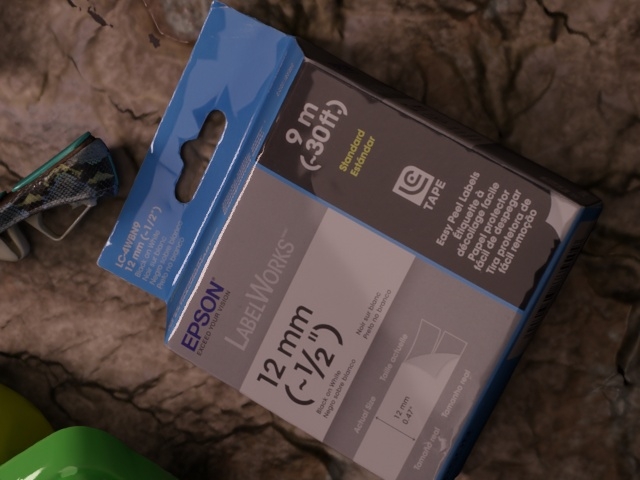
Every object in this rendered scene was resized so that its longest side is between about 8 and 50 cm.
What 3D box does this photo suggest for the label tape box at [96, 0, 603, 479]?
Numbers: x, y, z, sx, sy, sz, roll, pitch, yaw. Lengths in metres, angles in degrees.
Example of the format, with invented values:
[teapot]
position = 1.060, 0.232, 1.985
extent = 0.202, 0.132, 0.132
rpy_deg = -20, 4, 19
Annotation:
[label tape box]
position = 0.000, 0.000, 1.228
extent = 0.347, 0.115, 0.249
rpy_deg = 29, 102, 12

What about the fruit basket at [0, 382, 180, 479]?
[fruit basket]
position = -0.260, 0.259, 1.296
extent = 0.392, 0.283, 0.392
rpy_deg = -24, 45, 26

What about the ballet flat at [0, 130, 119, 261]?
[ballet flat]
position = -0.245, -0.018, 1.332
extent = 0.188, 0.070, 0.070
rpy_deg = -29, 86, 21
